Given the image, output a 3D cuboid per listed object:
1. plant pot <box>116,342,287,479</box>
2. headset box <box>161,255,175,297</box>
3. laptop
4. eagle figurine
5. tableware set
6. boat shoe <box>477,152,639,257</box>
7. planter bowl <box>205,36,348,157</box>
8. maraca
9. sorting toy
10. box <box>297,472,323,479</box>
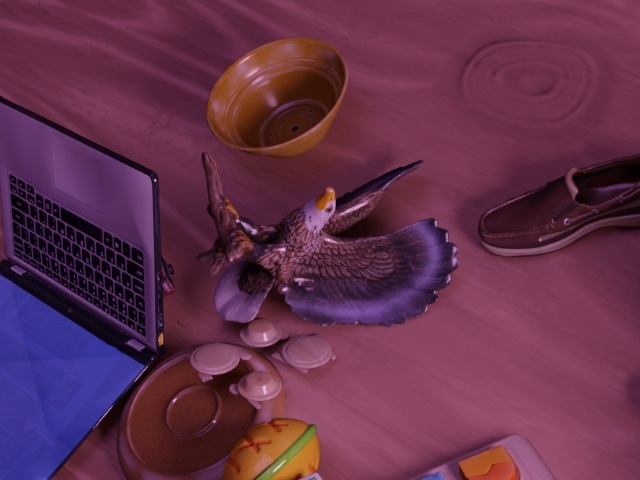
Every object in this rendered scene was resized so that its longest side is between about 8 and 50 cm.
[{"bbox_3d":[-0.158,0.223,1.809,0.236,0.032,0.236,-12,50,14],"label":"plant pot"},{"bbox_3d":[-0.244,0.057,1.981,0.083,0.032,0.062,-27,48,1],"label":"headset box"},{"bbox_3d":[-0.414,0.068,1.904,0.236,0.408,0.382,-20,33,-39],"label":"laptop"},{"bbox_3d":[0.004,-0.003,1.839,0.225,0.298,0.226,176,96,-67],"label":"eagle figurine"},{"bbox_3d":[-0.076,0.149,1.804,0.168,0.020,0.141,-29,42,-35],"label":"tableware set"},{"bbox_3d":[0.316,-0.056,1.779,0.257,0.095,0.095,-16,49,12],"label":"boat shoe"},{"bbox_3d":[-0.049,-0.186,2.050,0.217,0.090,0.217,-13,49,15],"label":"planter bowl"},{"bbox_3d":[-0.070,0.277,1.662,0.099,0.127,0.185,46,51,4],"label":"maraca"},{"bbox_3d":[0.172,0.302,1.544,0.208,0.038,0.193,-18,37,-10],"label":"sorting toy"},{"bbox_3d":[-0.028,0.337,1.593,0.101,0.102,0.087,-18,43,-26],"label":"box"}]
